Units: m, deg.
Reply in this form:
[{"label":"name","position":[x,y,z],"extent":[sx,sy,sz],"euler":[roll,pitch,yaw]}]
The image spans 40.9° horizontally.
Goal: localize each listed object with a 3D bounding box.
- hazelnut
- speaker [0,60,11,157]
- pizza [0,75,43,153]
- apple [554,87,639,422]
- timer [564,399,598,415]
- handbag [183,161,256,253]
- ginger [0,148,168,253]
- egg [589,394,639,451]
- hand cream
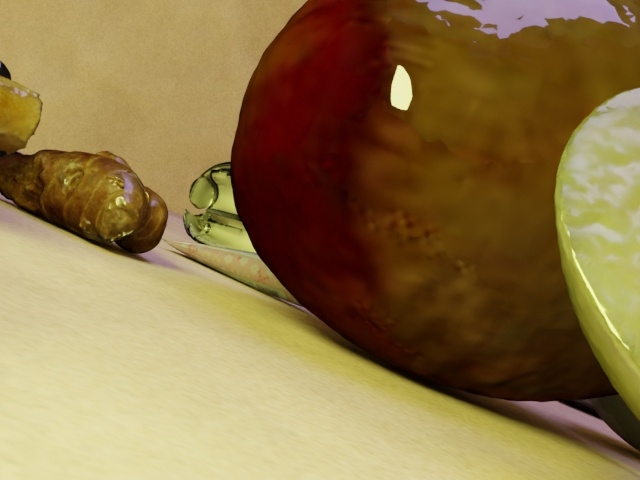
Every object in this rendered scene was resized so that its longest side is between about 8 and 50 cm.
[{"label":"hazelnut","position":[0.131,-0.057,0.694],"extent":[0.421,0.353,0.421],"euler":[-3,12,1]},{"label":"speaker","position":[-0.491,-0.191,0.942],"extent":[0.259,0.198,0.329],"euler":[-18,-25,-7]},{"label":"pizza","position":[-0.374,-0.122,0.719],"extent":[0.289,0.081,0.229],"euler":[16,-4,-10]},{"label":"apple","position":[0.304,0.014,0.383],"extent":[0.360,0.312,0.320],"euler":[32,17,25]},{"label":"timer","position":[0.366,0.195,1.183],"extent":[0.191,0.069,0.208],"euler":[22,1,-4]},{"label":"handbag","position":[0.000,0.000,1.247],"extent":[0.236,0.160,0.358],"euler":[13,-5,29]},{"label":"ginger","position":[-0.191,-0.042,0.719],"extent":[0.162,0.073,0.103],"euler":[21,-2,27]},{"label":"egg","position":[0.365,0.133,0.789],"extent":[0.217,0.183,0.183],"euler":[30,1,15]},{"label":"hand cream","position":[-0.075,0.028,0.903],"extent":[0.209,0.043,0.067],"euler":[15,-4,35]}]
